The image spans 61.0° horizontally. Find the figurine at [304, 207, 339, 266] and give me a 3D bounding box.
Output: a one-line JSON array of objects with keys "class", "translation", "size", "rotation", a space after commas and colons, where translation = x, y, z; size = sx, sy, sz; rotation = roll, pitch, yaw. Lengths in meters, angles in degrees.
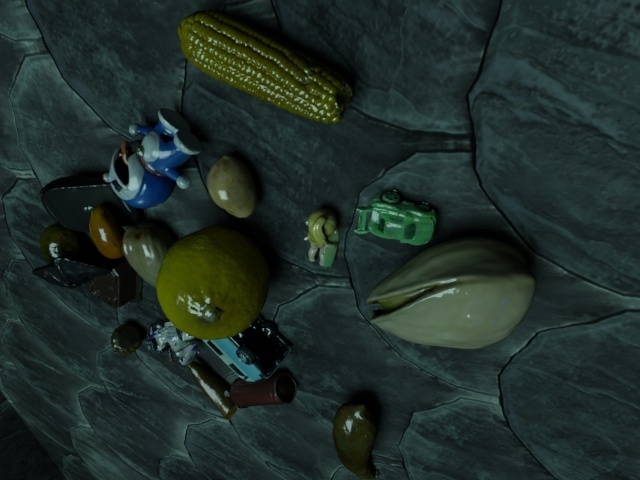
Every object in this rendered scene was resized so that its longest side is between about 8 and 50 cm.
[{"class": "figurine", "translation": [0.000, 0.000, 1.215], "size": [0.083, 0.083, 0.187], "rotation": [27, 142, 12]}]

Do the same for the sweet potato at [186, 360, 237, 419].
[{"class": "sweet potato", "translation": [-0.355, 0.480, 1.796], "size": [0.077, 0.077, 0.243], "rotation": [-34, 93, 43]}]

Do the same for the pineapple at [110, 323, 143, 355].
[{"class": "pineapple", "translation": [-0.680, 0.357, 1.891], "size": [0.108, 0.108, 0.197], "rotation": [42, 146, -2]}]

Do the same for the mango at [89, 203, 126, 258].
[{"class": "mango", "translation": [-0.577, -0.015, 1.467], "size": [0.105, 0.084, 0.159], "rotation": [56, 172, 48]}]

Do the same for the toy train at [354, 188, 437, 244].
[{"class": "toy train", "translation": [0.152, -0.037, 1.083], "size": [0.149, 0.081, 0.099], "rotation": [20, 130, 19]}]

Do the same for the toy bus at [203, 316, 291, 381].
[{"class": "toy bus", "translation": [-0.234, 0.268, 1.517], "size": [0.271, 0.133, 0.165], "rotation": [46, 139, -3]}]

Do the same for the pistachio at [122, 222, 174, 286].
[{"class": "pistachio", "translation": [-0.458, 0.044, 1.489], "size": [0.129, 0.131, 0.206], "rotation": [46, 157, 60]}]

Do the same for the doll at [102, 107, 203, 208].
[{"class": "doll", "translation": [-0.388, -0.180, 1.258], "size": [0.257, 0.161, 0.215], "rotation": [-42, 68, 33]}]

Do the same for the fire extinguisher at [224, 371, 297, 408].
[{"class": "fire extinguisher", "translation": [-0.193, 0.461, 1.666], "size": [0.269, 0.105, 0.104], "rotation": [-19, 111, 39]}]

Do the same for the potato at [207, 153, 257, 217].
[{"class": "potato", "translation": [-0.197, -0.117, 1.224], "size": [0.112, 0.112, 0.147], "rotation": [-7, 125, 35]}]

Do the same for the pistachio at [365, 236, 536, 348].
[{"class": "pistachio", "translation": [0.242, 0.107, 1.041], "size": [0.332, 0.226, 0.207], "rotation": [-15, 77, 31]}]

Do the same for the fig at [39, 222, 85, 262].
[{"class": "fig", "translation": [-0.828, 0.014, 1.700], "size": [0.185, 0.126, 0.133], "rotation": [-3, 135, 29]}]

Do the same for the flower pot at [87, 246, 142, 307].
[{"class": "flower pot", "translation": [-0.652, 0.112, 1.690], "size": [0.179, 0.084, 0.250], "rotation": [29, 133, 9]}]

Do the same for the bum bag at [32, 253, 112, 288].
[{"class": "bum bag", "translation": [-0.747, 0.096, 1.614], "size": [0.310, 0.074, 0.137], "rotation": [-19, 143, 40]}]

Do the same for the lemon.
[{"class": "lemon", "translation": [-0.256, 0.100, 1.304], "size": [0.293, 0.293, 0.293], "rotation": [17, 130, 21]}]

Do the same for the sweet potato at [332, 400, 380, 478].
[{"class": "sweet potato", "translation": [0.103, 0.585, 1.559], "size": [0.131, 0.130, 0.422], "rotation": [14, 136, 23]}]

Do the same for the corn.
[{"class": "corn", "translation": [-0.108, -0.321, 1.004], "size": [0.363, 0.120, 0.120], "rotation": [31, 134, 11]}]

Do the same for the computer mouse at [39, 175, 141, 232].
[{"class": "computer mouse", "translation": [-0.633, -0.111, 1.511], "size": [0.295, 0.087, 0.168], "rotation": [-3, 135, 15]}]

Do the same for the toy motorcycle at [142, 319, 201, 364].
[{"class": "toy motorcycle", "translation": [-0.469, 0.324, 1.733], "size": [0.221, 0.102, 0.150], "rotation": [-13, 94, 35]}]
